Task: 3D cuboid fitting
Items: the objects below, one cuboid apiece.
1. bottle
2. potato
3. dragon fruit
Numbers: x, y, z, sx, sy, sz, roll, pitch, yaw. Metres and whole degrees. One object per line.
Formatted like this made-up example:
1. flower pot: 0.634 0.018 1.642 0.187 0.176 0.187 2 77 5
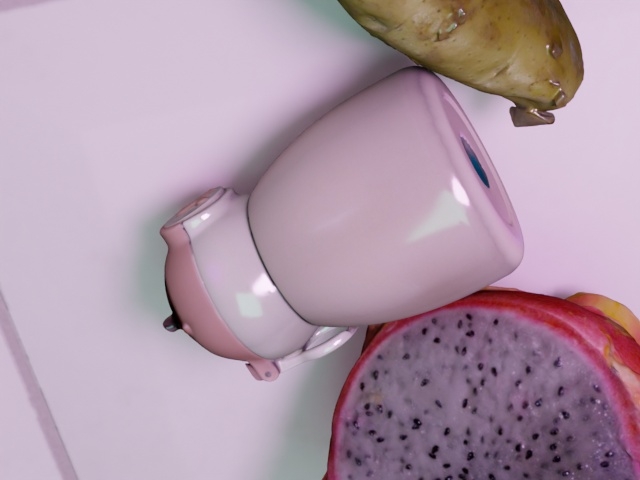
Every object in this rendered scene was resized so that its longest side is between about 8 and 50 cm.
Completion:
1. bottle: 0.000 0.000 0.686 0.236 0.147 0.147 -27 123 17
2. potato: 0.080 -0.150 0.617 0.225 0.117 0.090 31 147 -35
3. dragon fruit: 0.152 0.171 0.750 0.189 0.290 0.291 4 128 -52
